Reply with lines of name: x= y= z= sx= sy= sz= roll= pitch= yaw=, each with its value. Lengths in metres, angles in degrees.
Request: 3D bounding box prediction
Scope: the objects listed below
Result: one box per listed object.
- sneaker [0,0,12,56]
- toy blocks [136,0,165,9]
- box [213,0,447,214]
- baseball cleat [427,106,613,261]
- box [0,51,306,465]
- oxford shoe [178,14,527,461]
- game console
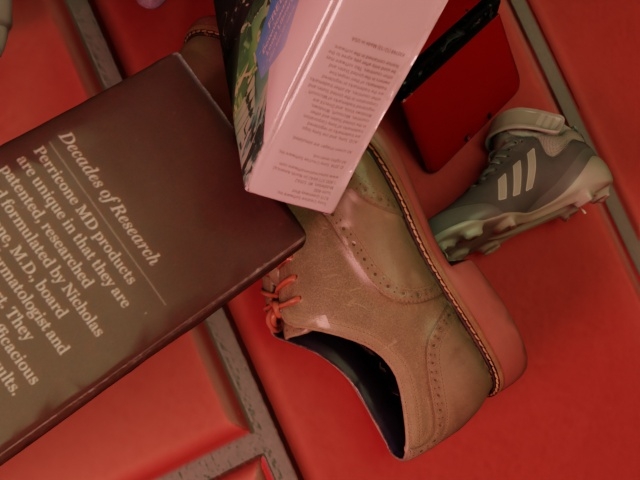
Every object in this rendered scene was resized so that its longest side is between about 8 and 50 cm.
sneaker: x=-0.233 y=-0.093 z=0.549 sx=0.106 sy=0.290 sz=0.123 roll=4 pitch=100 yaw=-11
toy blocks: x=-0.197 y=-0.278 z=0.660 sx=0.289 sy=0.309 sz=0.260 roll=19 pitch=111 yaw=-20
box: x=0.007 y=-0.199 z=0.570 sx=0.059 sy=0.232 sz=0.322 roll=17 pitch=32 yaw=-20
baseball cleat: x=0.146 y=-0.048 z=0.826 sx=0.206 sy=0.072 sz=0.109 roll=-16 pitch=69 yaw=-34
box: x=-0.211 y=0.065 z=0.535 sx=0.381 sy=0.191 sz=0.143 roll=-34 pitch=92 yaw=-30
oxford shoe: x=0.000 y=0.000 z=0.701 sx=0.130 sy=0.123 sz=0.348 roll=-41 pitch=93 yaw=-23
game console: x=0.089 y=-0.150 z=0.849 sx=0.124 sy=0.085 sz=0.144 roll=33 pitch=58 yaw=21
